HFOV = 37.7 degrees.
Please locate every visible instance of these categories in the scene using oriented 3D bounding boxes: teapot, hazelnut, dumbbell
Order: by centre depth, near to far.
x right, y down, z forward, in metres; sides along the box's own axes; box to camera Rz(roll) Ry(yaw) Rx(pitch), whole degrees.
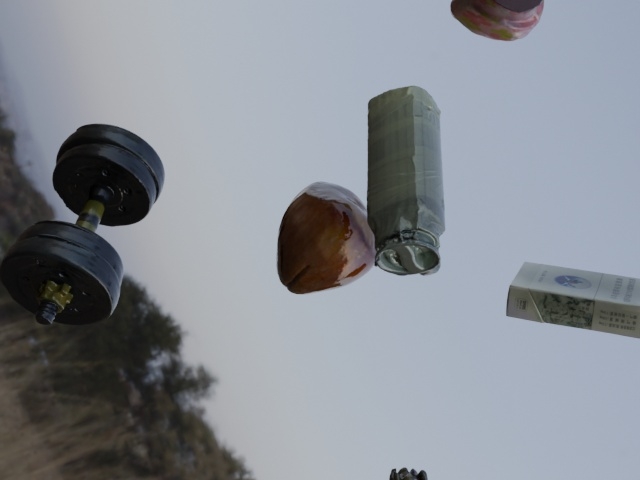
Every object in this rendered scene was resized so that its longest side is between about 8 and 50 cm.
[{"bbox_3d":[0.096,-0.055,1.004,0.107,0.077,0.200,47,38,-49],"label":"teapot"},{"bbox_3d":[0.000,0.000,1.207,0.150,0.150,0.150,162,-90,-74],"label":"hazelnut"},{"bbox_3d":[-0.371,-0.027,1.486,0.185,0.185,0.388,90,10,-49],"label":"dumbbell"}]

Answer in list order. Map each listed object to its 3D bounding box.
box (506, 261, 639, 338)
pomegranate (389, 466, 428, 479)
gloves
[{"bbox_3d":[0.510,0.114,1.846,0.164,0.256,0.069,-36,131,-62],"label":"box"},{"bbox_3d":[0.134,0.589,1.752,0.285,0.285,0.340,-157,-97,-69],"label":"pomegranate"},{"bbox_3d":[0.249,-0.356,1.378,0.241,0.145,0.126,170,-70,-85],"label":"gloves"}]
